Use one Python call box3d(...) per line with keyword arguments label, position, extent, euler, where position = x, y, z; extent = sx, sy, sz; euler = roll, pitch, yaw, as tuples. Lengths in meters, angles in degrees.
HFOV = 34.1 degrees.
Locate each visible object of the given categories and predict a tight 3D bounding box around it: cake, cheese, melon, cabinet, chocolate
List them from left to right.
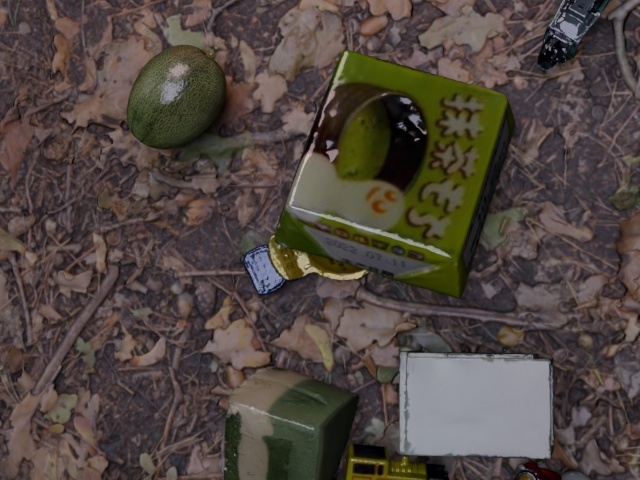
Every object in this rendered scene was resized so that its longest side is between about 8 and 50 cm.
box3d(label="melon", position=(-0.222, -0.229, 1.638), extent=(0.139, 0.139, 0.192), euler=(42, 95, 14))
box3d(label="cake", position=(-0.071, 0.340, 1.529), extent=(0.158, 0.172, 0.284), euler=(17, 91, 17))
box3d(label="cheese", position=(0.000, 0.000, 1.596), extent=(0.250, 0.064, 0.157), euler=(-24, 78, 8))
box3d(label="chocolate", position=(0.111, -0.104, 1.501), extent=(0.288, 0.137, 0.301), euler=(17, 76, 7))
box3d(label="cabinet", position=(0.224, 0.227, 1.476), extent=(0.206, 0.145, 0.150), euler=(-1, 84, 14))

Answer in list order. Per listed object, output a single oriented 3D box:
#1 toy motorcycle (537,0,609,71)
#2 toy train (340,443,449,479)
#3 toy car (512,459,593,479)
box3d(label="toy motorcycle", position=(0.371, -0.317, 1.520), extent=(0.058, 0.100, 0.173), euler=(33, 90, 16))
box3d(label="toy train", position=(0.104, 0.363, 1.497), extent=(0.219, 0.089, 0.127), euler=(6, 98, 0))
box3d(label="toy car", position=(0.338, 0.368, 1.463), extent=(0.112, 0.112, 0.139), euler=(-21, 70, -4))
